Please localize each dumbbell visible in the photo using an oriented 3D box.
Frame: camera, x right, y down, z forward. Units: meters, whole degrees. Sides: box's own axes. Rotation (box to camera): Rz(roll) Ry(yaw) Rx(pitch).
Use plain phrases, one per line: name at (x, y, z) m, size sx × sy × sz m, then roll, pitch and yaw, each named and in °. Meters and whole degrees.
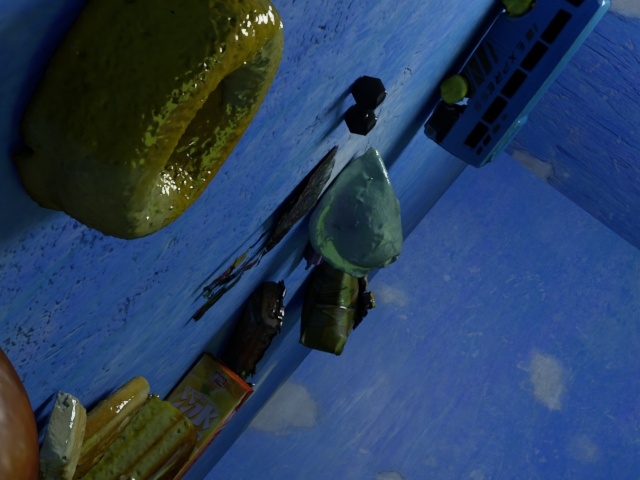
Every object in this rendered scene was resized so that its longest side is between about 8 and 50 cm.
dumbbell at (0.053, -0.159, 0.829) m, size 0.083 × 0.040 × 0.036 m, roll 107°, pitch -7°, yaw -67°

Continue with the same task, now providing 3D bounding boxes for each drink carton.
drink carton at (-0.213, 0.292, 1.092) m, size 0.223 × 0.096 × 0.071 m, roll -50°, pitch 171°, yaw -6°

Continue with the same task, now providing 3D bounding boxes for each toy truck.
toy truck at (0.350, -0.323, 1.264) m, size 0.385 × 0.162 × 0.161 m, roll -56°, pitch 168°, yaw 26°

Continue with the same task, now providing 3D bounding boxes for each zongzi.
zongzi at (0.036, 0.087, 1.576) m, size 0.260 × 0.122 × 0.289 m, roll -76°, pitch 179°, yaw -78°

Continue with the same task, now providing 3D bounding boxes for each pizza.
pizza at (-0.256, 0.220, 0.766) m, size 0.178 × 0.041 × 0.131 m, roll -47°, pitch 173°, yaw -35°

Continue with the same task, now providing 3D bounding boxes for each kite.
kite at (-0.064, -0.006, 0.916) m, size 0.285 × 0.015 × 0.152 m, roll -47°, pitch 169°, yaw -29°

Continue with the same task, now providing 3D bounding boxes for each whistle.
whistle at (0.000, 0.000, 1.205) m, size 0.033 × 0.033 × 0.176 m, roll -46°, pitch 170°, yaw -33°

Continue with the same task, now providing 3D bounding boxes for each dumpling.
dumpling at (0.064, -0.035, 1.087) m, size 0.149 × 0.104 × 0.217 m, roll -38°, pitch 130°, yaw -47°

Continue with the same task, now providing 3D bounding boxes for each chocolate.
chocolate at (-0.130, 0.188, 1.192) m, size 0.329 × 0.065 × 0.103 m, roll 118°, pitch -19°, yaw -46°

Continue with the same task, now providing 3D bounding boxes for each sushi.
sushi at (0.096, 0.107, 1.647) m, size 0.043 × 0.193 × 0.279 m, roll -8°, pitch 162°, yaw -7°

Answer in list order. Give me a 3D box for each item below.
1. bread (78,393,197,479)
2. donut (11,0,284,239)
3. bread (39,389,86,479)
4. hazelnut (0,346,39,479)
bread at (-0.272, 0.330, 0.910) m, size 0.234 × 0.110 × 0.184 m, roll -45°, pitch 170°, yaw -37°
donut at (-0.084, -0.073, 0.394) m, size 0.178 × 0.065 × 0.162 m, roll -58°, pitch 170°, yaw 29°
bread at (-0.244, 0.188, 0.656) m, size 0.083 × 0.035 × 0.070 m, roll 115°, pitch -19°, yaw -53°
hazelnut at (-0.204, 0.089, 0.294) m, size 0.150 × 0.150 × 0.150 m, roll -50°, pitch 171°, yaw -11°
